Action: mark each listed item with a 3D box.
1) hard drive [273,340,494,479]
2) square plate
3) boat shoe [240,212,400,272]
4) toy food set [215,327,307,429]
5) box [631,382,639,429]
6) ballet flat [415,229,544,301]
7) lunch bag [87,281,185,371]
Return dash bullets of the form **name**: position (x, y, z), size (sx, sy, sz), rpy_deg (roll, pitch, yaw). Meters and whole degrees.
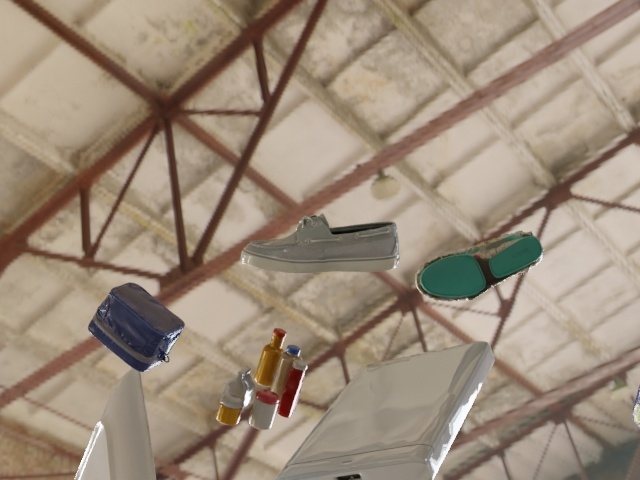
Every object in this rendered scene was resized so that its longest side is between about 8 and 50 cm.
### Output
- **hard drive**: position (0.103, 0.258, 1.488), size (0.233, 0.353, 0.047), rpy_deg (-16, -78, 27)
- **square plate**: position (-0.273, 0.390, 1.320), size (0.049, 0.347, 0.344), rpy_deg (3, -39, -23)
- **boat shoe**: position (0.001, 0.000, 1.442), size (0.227, 0.079, 0.081), rpy_deg (0, -79, -9)
- **toy food set**: position (-0.089, 0.231, 1.707), size (0.111, 0.232, 0.105), rpy_deg (21, -75, 15)
- **box**: position (0.537, 0.281, 1.511), size (0.036, 0.225, 0.136), rpy_deg (-3, -59, -12)
- **ballet flat**: position (0.260, 0.048, 1.698), size (0.241, 0.091, 0.077), rpy_deg (-15, -3, -17)
- **lunch bag**: position (-0.205, 0.102, 1.143), size (0.065, 0.098, 0.067), rpy_deg (-55, -13, 17)
